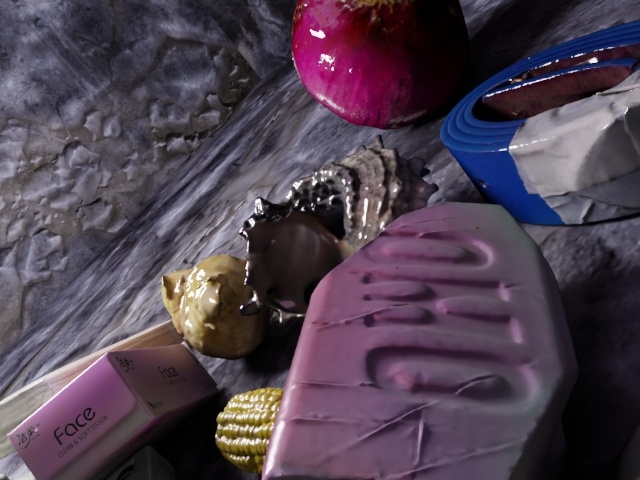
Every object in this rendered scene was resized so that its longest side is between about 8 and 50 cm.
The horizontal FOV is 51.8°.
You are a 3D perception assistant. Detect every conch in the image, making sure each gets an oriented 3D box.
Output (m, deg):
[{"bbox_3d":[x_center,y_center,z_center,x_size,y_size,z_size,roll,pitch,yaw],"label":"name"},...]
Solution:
[{"bbox_3d":[0.034,0.007,0.813,0.313,0.186,0.240,-45,32,-23],"label":"conch"}]

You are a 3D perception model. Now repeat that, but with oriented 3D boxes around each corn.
[{"bbox_3d":[-0.009,0.185,0.613,0.288,0.086,0.086,-9,36,51],"label":"corn"}]

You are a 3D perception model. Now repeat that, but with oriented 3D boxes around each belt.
[{"bbox_3d":[0.273,-0.126,0.711,0.212,0.117,0.347,-44,20,-15],"label":"belt"}]

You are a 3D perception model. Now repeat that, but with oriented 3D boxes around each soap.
[{"bbox_3d":[0.086,0.089,0.499,0.192,0.109,0.324,4,31,9],"label":"soap"}]

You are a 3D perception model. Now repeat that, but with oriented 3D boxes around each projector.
[{"bbox_3d":[-0.228,0.323,0.742,0.147,0.061,0.115,-42,21,-3],"label":"projector"}]

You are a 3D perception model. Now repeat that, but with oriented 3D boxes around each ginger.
[{"bbox_3d":[-0.140,0.094,0.919,0.267,0.152,0.138,166,111,-66],"label":"ginger"}]

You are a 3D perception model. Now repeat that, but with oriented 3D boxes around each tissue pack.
[{"bbox_3d":[-0.233,0.205,0.802,0.148,0.092,0.246,-39,-10,1],"label":"tissue pack"},{"bbox_3d":[-0.347,0.213,0.990,0.170,0.071,0.325,-33,-3,18],"label":"tissue pack"}]

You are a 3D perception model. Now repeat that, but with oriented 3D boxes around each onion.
[{"bbox_3d":[0.110,-0.346,1.267,0.348,0.347,0.385,-47,-17,-19],"label":"onion"}]

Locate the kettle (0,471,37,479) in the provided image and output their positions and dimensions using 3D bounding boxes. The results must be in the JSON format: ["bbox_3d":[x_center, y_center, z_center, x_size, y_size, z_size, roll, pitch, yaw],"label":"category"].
[{"bbox_3d":[-0.447,0.417,0.774,0.264,0.205,0.318,-8,10,-20],"label":"kettle"}]

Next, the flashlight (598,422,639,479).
[{"bbox_3d":[0.208,0.124,0.365,0.232,0.093,0.093,-50,22,-10],"label":"flashlight"}]
